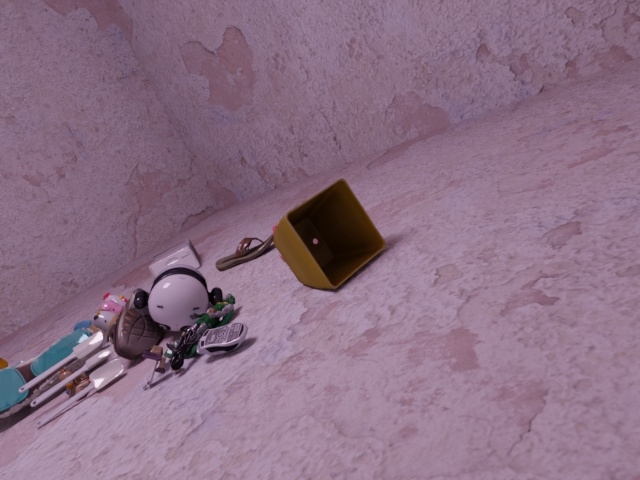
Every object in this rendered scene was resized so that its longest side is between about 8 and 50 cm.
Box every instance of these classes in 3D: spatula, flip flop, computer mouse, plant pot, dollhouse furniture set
[{"bbox_3d":[-0.656,0.363,1.234,0.242,0.019,0.168,-36,59,-21],"label":"spatula"},{"bbox_3d":[-0.301,0.035,1.837,0.277,0.080,0.112,-22,15,18],"label":"flip flop"},{"bbox_3d":[-0.249,0.239,1.079,0.193,0.042,0.106,-13,33,17],"label":"computer mouse"},{"bbox_3d":[0.000,0.000,1.221,0.212,0.212,0.187,-36,5,-33],"label":"plant pot"},{"bbox_3d":[-0.387,0.310,1.130,0.114,0.091,0.081,-171,99,-77],"label":"dollhouse furniture set"}]

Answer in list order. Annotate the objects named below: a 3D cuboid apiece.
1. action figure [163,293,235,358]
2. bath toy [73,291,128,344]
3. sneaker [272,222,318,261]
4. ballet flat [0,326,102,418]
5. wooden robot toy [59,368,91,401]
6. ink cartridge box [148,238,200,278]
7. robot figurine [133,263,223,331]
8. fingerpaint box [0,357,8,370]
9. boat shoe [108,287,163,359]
[{"bbox_3d":[-0.299,0.215,1.236,0.137,0.063,0.232,-8,23,33],"label":"action figure"},{"bbox_3d":[-0.787,0.283,1.721,0.151,0.129,0.348,-26,14,2],"label":"bath toy"},{"bbox_3d":[-0.045,-0.019,1.467,0.314,0.136,0.116,-12,21,45],"label":"sneaker"},{"bbox_3d":[-0.826,0.413,1.366,0.409,0.147,0.147,-30,14,-24],"label":"ballet flat"},{"bbox_3d":[-0.677,0.379,1.286,0.076,0.079,0.173,-34,16,-26],"label":"wooden robot toy"},{"bbox_3d":[-0.681,0.099,2.208,0.198,0.115,0.273,-29,14,-9],"label":"ink cartridge box"},{"bbox_3d":[-0.422,0.169,1.404,0.209,0.173,0.278,-39,16,-7],"label":"robot figurine"},{"bbox_3d":[-1.255,0.464,1.390,0.444,0.371,0.163,-28,54,-12],"label":"fingerpaint box"},{"bbox_3d":[-0.566,0.274,1.432,0.130,0.132,0.355,-51,18,5],"label":"boat shoe"}]
